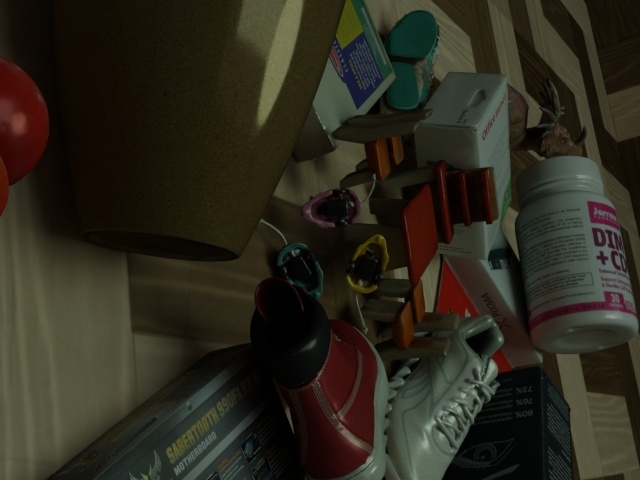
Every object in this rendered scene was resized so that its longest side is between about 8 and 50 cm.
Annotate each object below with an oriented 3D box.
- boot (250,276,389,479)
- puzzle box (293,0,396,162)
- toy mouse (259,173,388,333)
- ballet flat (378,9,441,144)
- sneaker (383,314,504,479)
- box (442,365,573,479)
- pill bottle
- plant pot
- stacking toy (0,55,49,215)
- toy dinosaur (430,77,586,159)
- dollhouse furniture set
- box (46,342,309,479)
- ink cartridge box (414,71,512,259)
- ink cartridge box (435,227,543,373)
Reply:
[{"bbox_3d":[-0.006,0.087,0.800,0.244,0.088,0.176,-95,163,-70],"label":"boot"},{"bbox_3d":[-0.045,-0.321,1.043,0.409,0.052,0.272,65,29,-17],"label":"puzzle box"},{"bbox_3d":[0.000,0.000,0.921,0.031,0.143,0.161,-148,-107,-76],"label":"toy mouse"},{"bbox_3d":[0.121,-0.231,1.288,0.077,0.091,0.241,89,14,-49],"label":"ballet flat"},{"bbox_3d":[0.141,0.184,1.053,0.110,0.118,0.292,61,32,-27],"label":"sneaker"},{"bbox_3d":[0.219,0.276,1.107,0.108,0.153,0.207,48,39,-39],"label":"box"},{"bbox_3d":[0.392,0.021,1.419,0.160,0.160,0.283,32,48,-52],"label":"pill bottle"},{"bbox_3d":[-0.102,-0.119,0.684,0.237,0.237,0.254,23,70,-56],"label":"plant pot"},{"bbox_3d":[-0.229,0.000,0.469,0.141,0.141,0.330,56,29,-30],"label":"stacking toy"},{"bbox_3d":[0.284,-0.195,1.416,0.296,0.200,0.127,19,60,-57],"label":"toy dinosaur"},{"bbox_3d":[0.124,-0.024,1.051,0.259,0.135,0.262,-45,128,-67],"label":"dollhouse furniture set"},{"bbox_3d":[-0.089,0.206,0.686,0.231,0.056,0.183,-38,108,-61],"label":"box"},{"bbox_3d":[0.201,-0.105,1.248,0.154,0.093,0.212,-56,147,-44],"label":"ink cartridge box"},{"bbox_3d":[0.264,0.105,1.377,0.275,0.060,0.239,54,33,-33],"label":"ink cartridge box"}]
